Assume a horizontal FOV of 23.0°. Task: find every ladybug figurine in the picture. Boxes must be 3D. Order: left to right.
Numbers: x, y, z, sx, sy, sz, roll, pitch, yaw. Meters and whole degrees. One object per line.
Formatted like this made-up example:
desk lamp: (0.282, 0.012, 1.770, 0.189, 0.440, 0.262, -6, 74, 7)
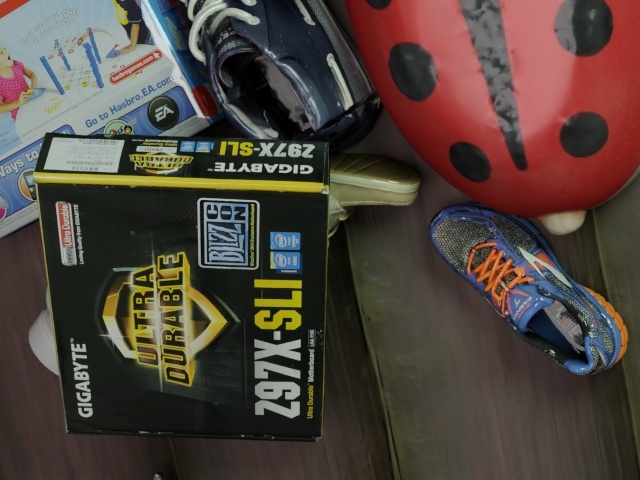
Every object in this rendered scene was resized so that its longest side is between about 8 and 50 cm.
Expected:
ladybug figurine: (0.159, -0.216, 1.372, 0.305, 0.162, 0.449, -16, 98, 22)

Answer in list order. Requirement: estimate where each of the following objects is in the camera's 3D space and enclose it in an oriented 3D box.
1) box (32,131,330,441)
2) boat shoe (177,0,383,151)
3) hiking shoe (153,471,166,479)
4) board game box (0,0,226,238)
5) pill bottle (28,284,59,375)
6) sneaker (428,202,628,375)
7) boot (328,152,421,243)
box: (-0.121, 0.050, 1.462, 0.257, 0.079, 0.322, 1, 130, -1)
boat shoe: (-0.078, -0.222, 1.456, 0.127, 0.158, 0.340, -40, 89, 24)
hiking shoe: (-0.208, 0.353, 1.707, 0.227, 0.086, 0.114, -47, 72, 18)
board game box: (-0.283, -0.191, 1.577, 0.308, 0.086, 0.302, -25, 94, 23)
pill bottle: (-0.204, 0.044, 1.593, 0.117, 0.117, 0.208, 43, 114, 4)
sneaker: (0.193, 0.044, 1.469, 0.221, 0.087, 0.083, 38, 112, 7)
boot: (0.000, 0.000, 1.533, 0.213, 0.077, 0.165, 3, 104, 24)
